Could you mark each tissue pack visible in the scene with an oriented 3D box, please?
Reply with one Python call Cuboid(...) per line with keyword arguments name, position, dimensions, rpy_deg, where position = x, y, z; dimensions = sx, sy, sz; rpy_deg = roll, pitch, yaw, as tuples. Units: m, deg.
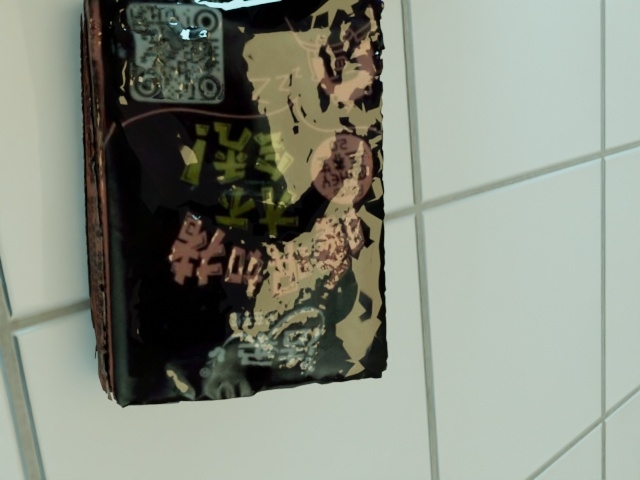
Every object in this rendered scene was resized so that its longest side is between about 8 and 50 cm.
Cuboid(name="tissue pack", position=(-0.068, -0.038, 0.555), dimensions=(0.244, 0.123, 0.333), rpy_deg=(-3, 97, -15))
